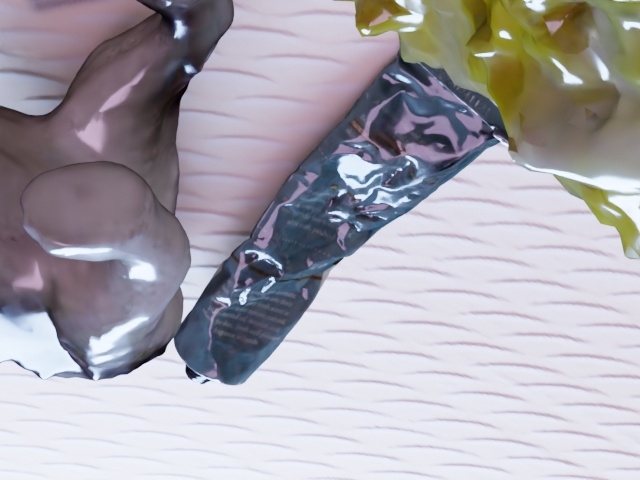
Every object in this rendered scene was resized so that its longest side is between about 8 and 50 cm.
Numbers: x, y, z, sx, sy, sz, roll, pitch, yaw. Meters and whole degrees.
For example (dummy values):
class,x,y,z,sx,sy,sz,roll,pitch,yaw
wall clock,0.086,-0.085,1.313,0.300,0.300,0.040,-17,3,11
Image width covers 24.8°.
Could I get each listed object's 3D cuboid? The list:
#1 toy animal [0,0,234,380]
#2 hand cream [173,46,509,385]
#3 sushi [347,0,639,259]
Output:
class,x,y,z,sx,sy,sz,roll,pitch,yaw
toy animal,-0.217,0.003,0.719,0.344,0.194,0.302,-2,155,-11
hand cream,0.000,0.001,0.792,0.075,0.052,0.248,26,125,-30
sushi,0.146,-0.205,0.372,0.396,0.351,0.240,-43,146,-11
